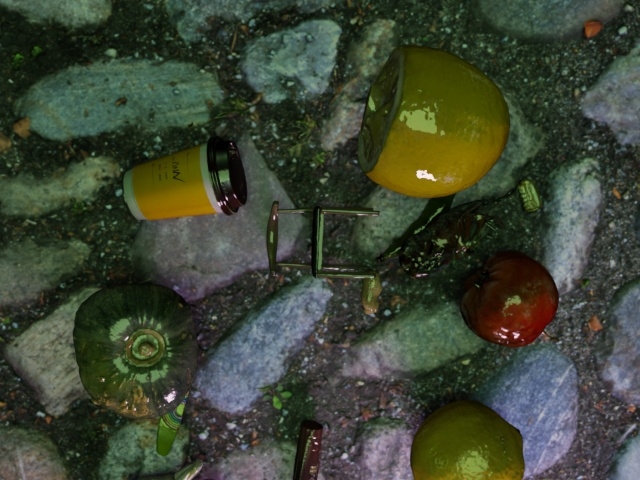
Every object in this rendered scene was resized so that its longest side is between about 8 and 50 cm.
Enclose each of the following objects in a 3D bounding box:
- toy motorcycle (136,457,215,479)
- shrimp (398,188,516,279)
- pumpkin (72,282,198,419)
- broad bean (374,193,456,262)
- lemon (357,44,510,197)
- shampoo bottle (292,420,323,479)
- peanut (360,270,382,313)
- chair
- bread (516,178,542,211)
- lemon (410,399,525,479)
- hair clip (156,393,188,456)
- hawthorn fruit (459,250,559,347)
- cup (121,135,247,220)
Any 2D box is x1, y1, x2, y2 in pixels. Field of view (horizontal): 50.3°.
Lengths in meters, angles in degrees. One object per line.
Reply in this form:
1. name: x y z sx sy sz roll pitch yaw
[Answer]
1. toy motorcycle: -0.412 0.684 1.748 0.341 0.108 0.222 -36 101 9
2. shrimp: 0.350 -0.011 1.704 0.372 0.172 0.137 -23 74 -17
3. pumpkin: -0.442 0.265 1.638 0.292 0.257 0.327 0 88 -14
4. broad bean: 0.260 -0.038 1.735 0.060 0.043 0.297 44 94 5
5. lemon: 0.273 -0.261 1.577 0.365 0.364 0.363 0 95 -1
6. shampoo bottle: -0.039 0.592 1.768 0.068 0.067 0.236 6 95 -11
7. peanut: 0.130 0.134 1.743 0.054 0.054 0.113 6 97 -2
8. chair: 0.000 0.000 1.670 0.273 0.166 0.188 2 95 -2
9. bread: 0.533 -0.115 1.739 0.049 0.034 0.087 -23 91 15
10. lemon: 0.359 0.532 1.674 0.293 0.293 0.292 0 95 -1
11. hair clip: -0.393 0.472 1.767 0.060 0.033 0.188 15 94 -2
12. hawthorn fruit: 0.485 0.164 1.670 0.272 0.242 0.241 37 93 -15
13. cup: -0.323 -0.136 1.650 0.280 0.196 0.196 -12 95 7
